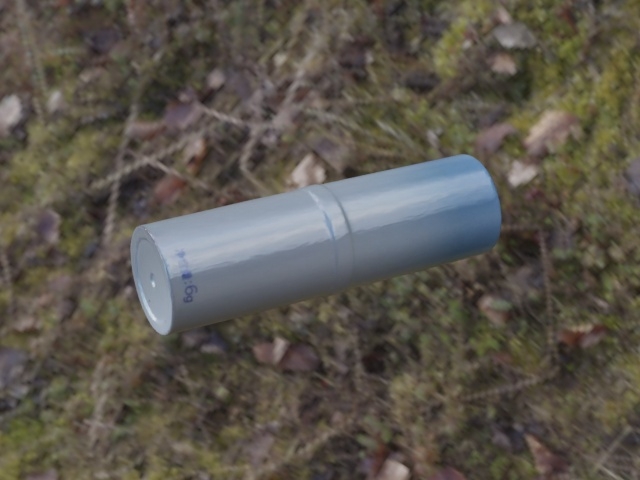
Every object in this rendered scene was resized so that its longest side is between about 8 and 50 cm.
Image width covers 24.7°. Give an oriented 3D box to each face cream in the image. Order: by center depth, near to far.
[{"bbox_3d":[0.000,0.000,0.998,0.250,0.077,0.077,-13,48,-23],"label":"face cream"}]
